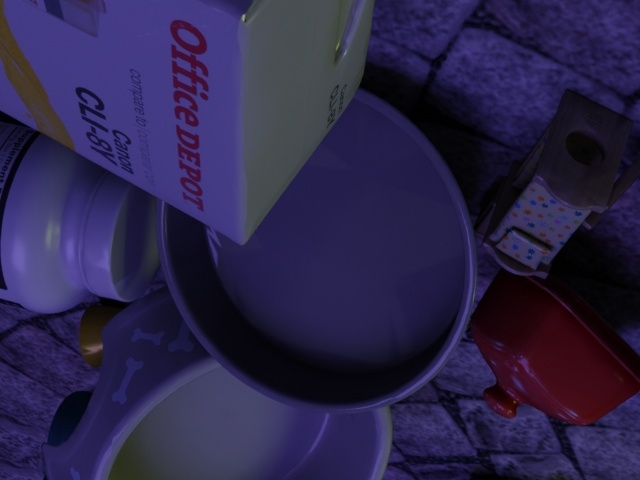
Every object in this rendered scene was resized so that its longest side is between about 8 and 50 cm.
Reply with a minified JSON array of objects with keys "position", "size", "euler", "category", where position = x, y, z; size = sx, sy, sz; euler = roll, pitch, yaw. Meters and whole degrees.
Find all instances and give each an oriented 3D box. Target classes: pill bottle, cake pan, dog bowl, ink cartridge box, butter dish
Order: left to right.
[{"position":[-0.309,-0.038,1.356],"size":[0.323,0.181,0.181],"euler":[12,144,17],"category":"pill bottle"},{"position":[-0.167,-0.197,0.916],"size":[0.385,0.160,0.279],"euler":[28,156,10],"category":"ink cartridge box"},{"position":[-0.087,0.199,1.410],"size":[0.348,0.349,0.102],"euler":[58,177,-38],"category":"dog bowl"},{"position":[0.000,0.000,1.219],"size":[0.293,0.054,0.293],"euler":[8,110,24],"category":"cake pan"},{"position":[0.187,0.101,1.248],"size":[0.160,0.118,0.160],"euler":[42,-178,-24],"category":"butter dish"}]

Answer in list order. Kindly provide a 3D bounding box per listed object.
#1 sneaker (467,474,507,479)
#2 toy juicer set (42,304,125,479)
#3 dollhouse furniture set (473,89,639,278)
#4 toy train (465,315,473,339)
[{"position":[0.199,0.350,1.627],"size":[0.182,0.127,0.315],"euler":[36,137,-10],"category":"sneaker"},{"position":[-0.236,0.250,1.579],"size":[0.090,0.329,0.209],"euler":[-3,143,21],"category":"toy juicer set"},{"position":[0.216,0.002,1.155],"size":[0.161,0.101,0.182],"euler":[26,146,-2],"category":"dollhouse furniture set"},{"position":[0.166,0.076,1.354],"size":[0.017,0.023,0.083],"euler":[42,141,-24],"category":"toy train"}]
